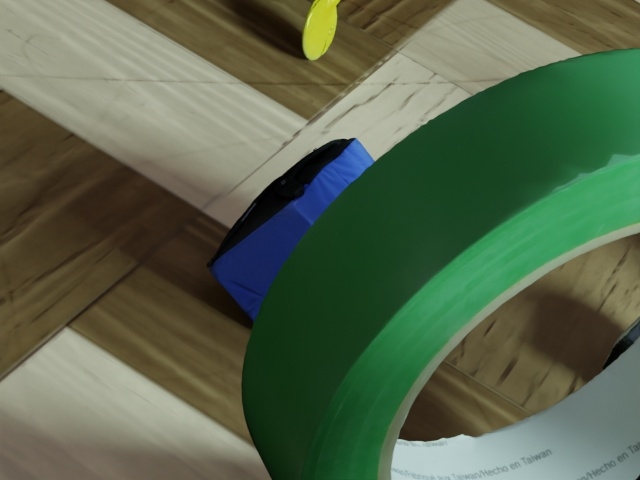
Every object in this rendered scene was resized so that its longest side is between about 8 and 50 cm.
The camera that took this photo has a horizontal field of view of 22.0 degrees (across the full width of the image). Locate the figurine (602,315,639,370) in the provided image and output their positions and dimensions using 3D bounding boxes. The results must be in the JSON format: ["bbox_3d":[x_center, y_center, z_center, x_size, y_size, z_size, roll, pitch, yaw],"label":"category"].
[{"bbox_3d":[0.297,0.082,1.014,0.092,0.215,0.209,-37,68,-24],"label":"figurine"}]

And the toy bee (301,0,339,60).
[{"bbox_3d":[0.014,-0.255,1.332,0.162,0.195,0.298,25,14,-44],"label":"toy bee"}]

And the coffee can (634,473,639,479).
[{"bbox_3d":[0.179,0.217,0.699,0.201,0.275,0.201,16,36,-12],"label":"coffee can"}]

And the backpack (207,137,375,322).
[{"bbox_3d":[0.000,0.000,1.043,0.101,0.098,0.120,51,33,-12],"label":"backpack"}]

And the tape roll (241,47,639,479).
[{"bbox_3d":[0.120,0.053,0.841,0.321,0.321,0.077,-2,43,-32],"label":"tape roll"}]
